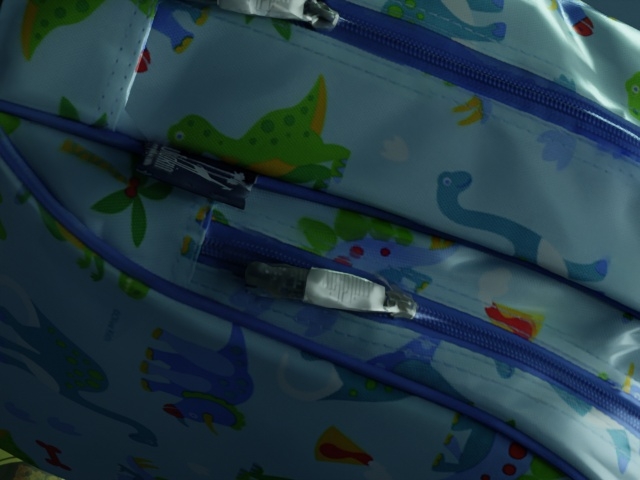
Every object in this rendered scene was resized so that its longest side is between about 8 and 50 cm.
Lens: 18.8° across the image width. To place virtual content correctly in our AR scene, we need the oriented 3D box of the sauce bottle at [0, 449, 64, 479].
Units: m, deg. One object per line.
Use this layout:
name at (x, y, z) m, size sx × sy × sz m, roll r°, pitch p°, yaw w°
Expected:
sauce bottle at (-0.159, 0.157, 0.965) m, size 0.111 × 0.111 × 0.344 m, roll 89°, pitch 13°, yaw -50°

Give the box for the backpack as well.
backpack at (0.000, 0.000, 0.737) m, size 0.290 × 0.355 × 0.273 m, roll 120°, pitch -27°, yaw -59°
